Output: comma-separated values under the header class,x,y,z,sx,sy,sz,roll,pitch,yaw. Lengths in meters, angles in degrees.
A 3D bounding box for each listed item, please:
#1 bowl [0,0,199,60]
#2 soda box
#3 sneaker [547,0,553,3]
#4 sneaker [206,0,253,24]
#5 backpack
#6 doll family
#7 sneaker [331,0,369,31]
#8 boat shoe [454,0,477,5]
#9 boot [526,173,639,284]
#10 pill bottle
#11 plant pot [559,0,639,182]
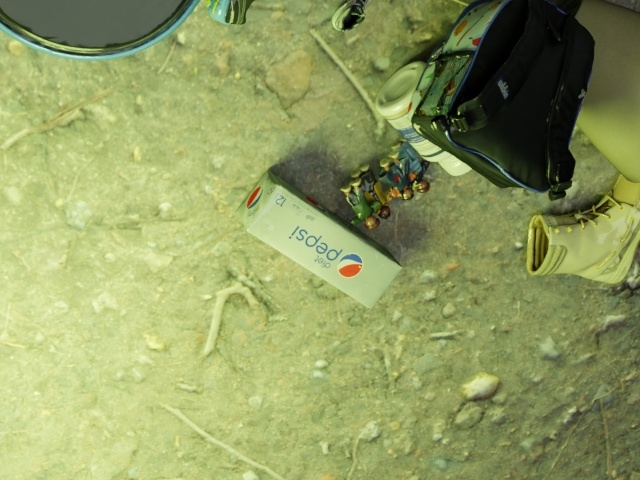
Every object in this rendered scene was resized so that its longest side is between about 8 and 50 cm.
class,x,y,z,sx,sy,sz,roll,pitch,yaw
bowl,-0.329,-0.441,1.246,0.390,0.077,0.391,-6,115,-14
soda box,0.000,0.000,1.534,0.286,0.091,0.098,32,100,-26
sneaker,0.325,-0.343,1.489,0.222,0.083,0.118,-42,127,9
sneaker,-0.106,-0.413,1.340,0.078,0.067,0.188,14,109,-44
backpack,0.281,-0.232,1.350,0.276,0.213,0.264,27,91,-33
doll family,0.121,-0.093,1.538,0.193,0.076,0.111,-34,114,-3
sneaker,0.061,-0.367,1.397,0.038,0.069,0.098,28,104,-26
boat shoe,0.189,-0.446,1.336,0.355,0.130,0.132,24,105,-13
boot,0.504,-0.045,1.662,0.203,0.095,0.262,5,116,-17
pill bottle,0.190,-0.198,1.487,0.112,0.112,0.186,-45,118,7
plant pot,0.497,-0.276,1.487,0.274,0.256,0.257,33,102,-11
